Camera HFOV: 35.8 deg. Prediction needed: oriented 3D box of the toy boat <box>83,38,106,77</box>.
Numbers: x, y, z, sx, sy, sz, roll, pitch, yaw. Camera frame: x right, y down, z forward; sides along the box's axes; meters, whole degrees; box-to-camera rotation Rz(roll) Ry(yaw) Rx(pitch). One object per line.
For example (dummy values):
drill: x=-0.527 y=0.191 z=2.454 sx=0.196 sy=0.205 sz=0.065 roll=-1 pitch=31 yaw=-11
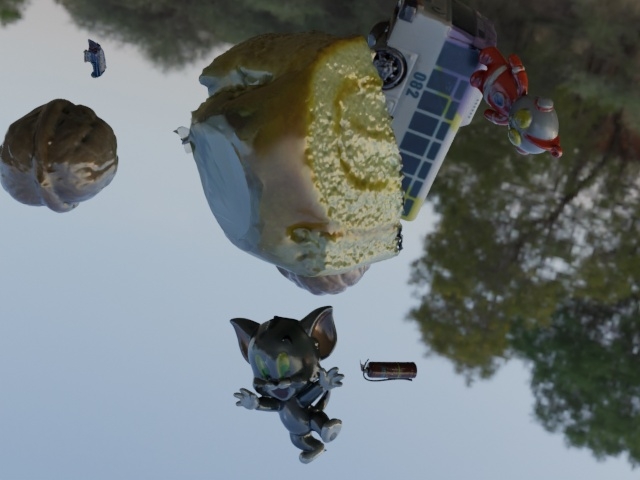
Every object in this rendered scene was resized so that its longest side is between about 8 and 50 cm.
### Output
toy boat: x=-0.402 y=-0.324 z=1.753 sx=0.038 sy=0.083 sz=0.038 roll=2 pitch=-129 yaw=-3

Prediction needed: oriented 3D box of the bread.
bread: x=-0.041 y=-0.095 z=1.461 sx=0.239 sy=0.395 sz=0.264 roll=13 pitch=-143 yaw=41

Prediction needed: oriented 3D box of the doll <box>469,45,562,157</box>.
doll: x=0.344 y=-0.230 z=1.719 sx=0.076 sy=0.142 sz=0.245 roll=-13 pitch=-125 yaw=-23

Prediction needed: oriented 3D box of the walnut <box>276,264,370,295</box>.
walnut: x=0.000 y=0.000 z=1.866 sx=0.213 sy=0.213 sz=0.213 roll=13 pitch=-168 yaw=-3

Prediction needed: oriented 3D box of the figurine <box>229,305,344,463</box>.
figurine: x=-0.029 y=0.241 z=1.656 sx=0.193 sy=0.265 sz=0.140 roll=-17 pitch=-155 yaw=26

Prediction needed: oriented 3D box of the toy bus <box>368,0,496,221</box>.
toy bus: x=0.181 y=-0.280 z=1.987 sx=0.249 sy=0.439 sz=0.209 roll=20 pitch=-150 yaw=-4

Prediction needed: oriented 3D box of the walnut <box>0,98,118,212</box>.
walnut: x=-0.473 y=-0.151 z=1.788 sx=0.224 sy=0.224 sz=0.224 roll=13 pitch=-168 yaw=-3

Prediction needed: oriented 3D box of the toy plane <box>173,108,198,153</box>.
toy plane: x=-0.263 y=-0.285 z=2.535 sx=0.234 sy=0.160 sz=0.082 roll=-14 pitch=-133 yaw=2

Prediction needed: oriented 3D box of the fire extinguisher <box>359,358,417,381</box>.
fire extinguisher: x=0.143 y=0.283 z=2.158 sx=0.132 sy=0.056 sz=0.039 roll=2 pitch=-158 yaw=-18
